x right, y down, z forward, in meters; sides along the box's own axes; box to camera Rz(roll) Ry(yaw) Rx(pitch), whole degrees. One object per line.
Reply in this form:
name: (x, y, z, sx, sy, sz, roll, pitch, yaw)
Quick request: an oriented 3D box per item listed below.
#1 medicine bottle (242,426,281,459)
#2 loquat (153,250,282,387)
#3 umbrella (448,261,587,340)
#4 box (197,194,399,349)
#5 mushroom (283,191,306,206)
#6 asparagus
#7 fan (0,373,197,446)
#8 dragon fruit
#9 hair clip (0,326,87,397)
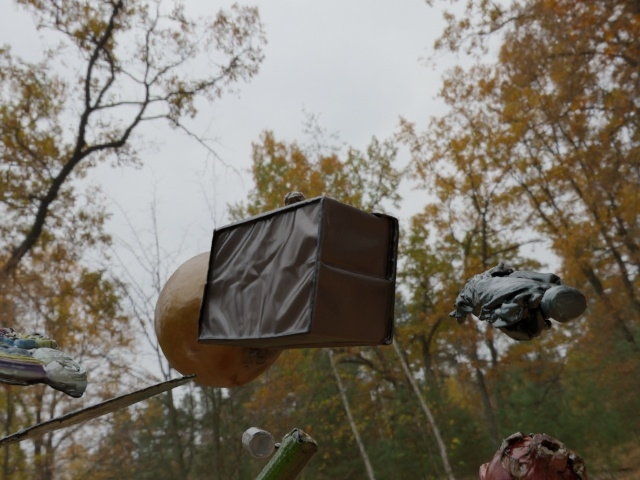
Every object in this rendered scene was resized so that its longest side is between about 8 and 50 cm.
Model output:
medicine bottle: (-0.139, 0.478, 1.343, 0.092, 0.061, 0.221, 22, -19, -8)
loquat: (-0.217, 0.178, 1.307, 0.329, 0.328, 0.328, -11, -23, -5)
umbrella: (0.300, 0.095, 0.864, 0.143, 0.094, 0.349, -40, 1, -5)
box: (-0.037, 0.058, 0.795, 0.252, 0.188, 0.153, -9, -20, 44)
mushroom: (0.000, 0.000, 1.095, 0.148, 0.227, 0.217, -38, -50, 2)
asparagus: (-0.106, 0.473, 1.066, 0.067, 0.060, 0.277, 40, -90, -27)
fan: (-0.233, 0.164, 0.506, 0.224, 0.012, 0.294, -23, -10, 22)
dragon fruit: (0.480, 0.561, 1.258, 0.251, 0.250, 0.315, -2, -38, -24)
hair clip: (-0.299, 0.110, 0.527, 0.172, 0.049, 0.116, 9, 0, 44)
